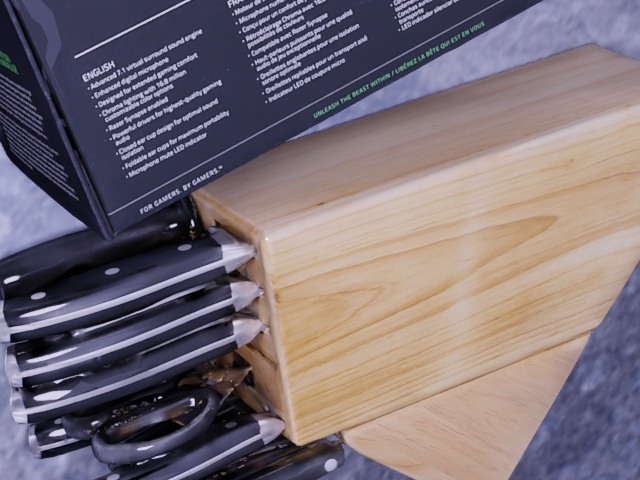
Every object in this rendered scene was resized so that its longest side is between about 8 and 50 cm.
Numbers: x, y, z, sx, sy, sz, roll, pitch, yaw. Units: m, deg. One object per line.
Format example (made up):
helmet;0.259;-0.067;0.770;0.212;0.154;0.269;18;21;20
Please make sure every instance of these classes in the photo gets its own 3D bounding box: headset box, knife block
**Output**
headset box;-0.045;-0.190;0.703;0.246;0.131;0.283;-31;119;-16
knife block;0.000;0.000;0.818;0.242;0.088;0.276;30;92;-33
